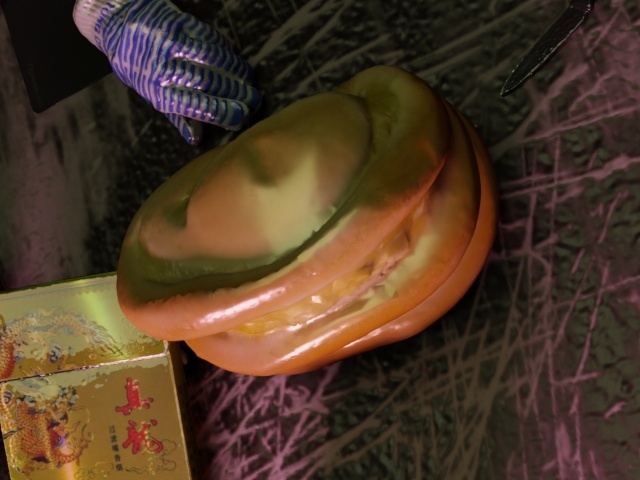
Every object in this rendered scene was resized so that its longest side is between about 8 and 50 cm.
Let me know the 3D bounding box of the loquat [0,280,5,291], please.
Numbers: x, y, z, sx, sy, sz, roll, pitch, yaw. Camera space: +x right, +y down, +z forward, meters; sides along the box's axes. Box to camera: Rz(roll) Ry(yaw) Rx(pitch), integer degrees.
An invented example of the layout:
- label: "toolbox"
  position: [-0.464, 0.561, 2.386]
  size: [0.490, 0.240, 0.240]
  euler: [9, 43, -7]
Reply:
- label: "loquat"
  position: [-0.402, 0.107, 1.310]
  size: [0.179, 0.179, 0.227]
  euler: [11, 58, 26]

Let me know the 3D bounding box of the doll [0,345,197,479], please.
- label: "doll"
  position: [-0.212, 0.162, 1.282]
  size: [0.219, 0.067, 0.091]
  euler: [-39, 77, 7]

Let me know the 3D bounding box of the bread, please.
- label: "bread"
  position: [0.000, 0.000, 1.116]
  size: [0.316, 0.270, 0.211]
  euler: [-32, 83, 10]

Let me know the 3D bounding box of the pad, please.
- label: "pad"
  position: [-0.278, -0.223, 1.420]
  size: [0.112, 0.003, 0.157]
  euler: [-27, 70, 18]

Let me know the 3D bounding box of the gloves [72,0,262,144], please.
- label: "gloves"
  position: [-0.153, -0.177, 1.313]
  size: [0.229, 0.097, 0.119]
  euler: [33, 125, 21]

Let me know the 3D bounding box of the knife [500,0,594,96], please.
- label: "knife"
  position: [0.216, -0.191, 1.184]
  size: [0.170, 0.010, 0.023]
  euler: [-48, 59, 11]

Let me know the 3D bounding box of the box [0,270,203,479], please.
- label: "box"
  position: [-0.199, 0.187, 1.225]
  size: [0.173, 0.043, 0.311]
  euler: [-9, 91, 10]
